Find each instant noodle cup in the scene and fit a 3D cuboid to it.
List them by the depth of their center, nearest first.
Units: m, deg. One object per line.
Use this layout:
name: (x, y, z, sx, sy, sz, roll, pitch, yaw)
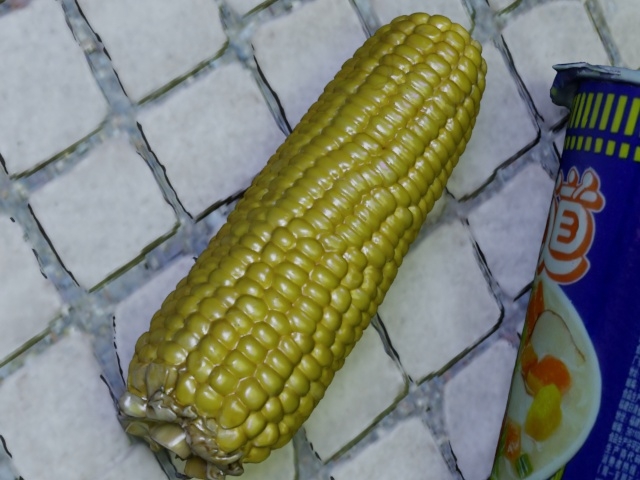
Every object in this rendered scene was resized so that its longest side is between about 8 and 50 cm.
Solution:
instant noodle cup: (0.227, 0.082, 1.102, 0.284, 0.284, 0.312, 19, 90, -32)

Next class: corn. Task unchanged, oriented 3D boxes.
corn: (0.000, 0.000, 1.032, 0.106, 0.106, 0.305, 46, 66, -25)
